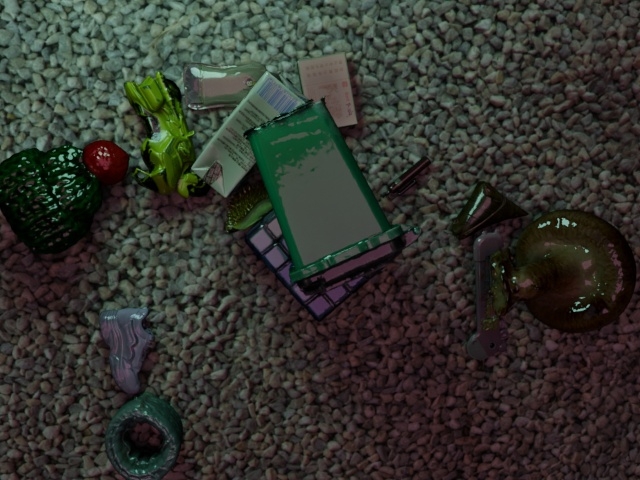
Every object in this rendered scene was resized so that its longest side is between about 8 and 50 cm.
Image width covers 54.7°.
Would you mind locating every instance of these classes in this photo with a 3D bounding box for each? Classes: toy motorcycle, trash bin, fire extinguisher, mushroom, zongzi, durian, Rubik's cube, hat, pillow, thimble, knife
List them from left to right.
[{"bbox_3d":[-0.648,-0.142,1.596,0.332,0.242,0.274,-32,95,-4],"label":"hat"},{"bbox_3d":[-0.487,0.541,1.725,0.198,0.143,0.235,-10,97,-4],"label":"thimble"},{"bbox_3d":[-0.427,-0.264,1.650,0.206,0.142,0.342,-25,100,-44],"label":"toy motorcycle"},{"bbox_3d":[-0.260,-0.422,1.696,0.233,0.038,0.130,0,99,-7],"label":"pillow"},{"bbox_3d":[-0.181,-0.105,1.664,0.221,0.137,0.095,-32,105,-28],"label":"durian"},{"bbox_3d":[0.000,0.000,1.633,0.293,0.292,0.287,-40,97,1],"label":"Rubik's cube"},{"bbox_3d":[0.013,-0.100,1.358,0.295,0.259,0.381,-24,93,-2],"label":"trash bin"},{"bbox_3d":[0.246,-0.170,1.767,0.173,0.035,0.049,-39,135,0],"label":"fire extinguisher"},{"bbox_3d":[0.482,0.163,1.785,0.132,0.038,0.398,-8,106,-10],"label":"knife"},{"bbox_3d":[0.480,-0.050,1.776,0.184,0.084,0.187,31,100,-17],"label":"zongzi"},{"bbox_3d":[0.662,0.070,1.683,0.334,0.356,0.331,-9,65,35],"label":"mushroom"}]

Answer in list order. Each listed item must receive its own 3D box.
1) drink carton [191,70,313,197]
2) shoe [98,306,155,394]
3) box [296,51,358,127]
[{"bbox_3d":[-0.174,-0.281,1.612,0.132,0.194,0.324,40,103,-4],"label":"drink carton"},{"bbox_3d":[-0.520,0.300,1.723,0.138,0.095,0.245,-15,90,0],"label":"shoe"},{"bbox_3d":[0.019,-0.406,1.709,0.141,0.058,0.201,-12,96,-3],"label":"box"}]
